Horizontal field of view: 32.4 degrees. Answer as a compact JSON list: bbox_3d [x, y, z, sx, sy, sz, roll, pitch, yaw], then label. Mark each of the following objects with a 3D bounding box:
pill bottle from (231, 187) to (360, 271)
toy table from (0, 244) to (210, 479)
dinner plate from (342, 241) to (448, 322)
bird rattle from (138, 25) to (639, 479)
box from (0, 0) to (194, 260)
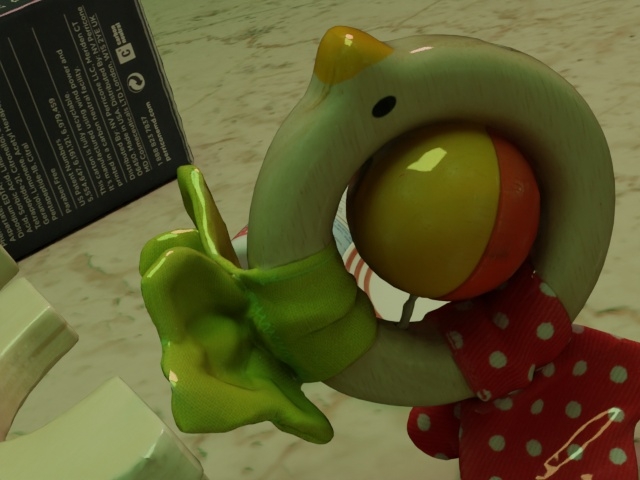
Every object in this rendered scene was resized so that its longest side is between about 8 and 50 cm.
[{"bbox_3d":[0.000,0.000,0.746,0.087,0.087,0.160,-2,28,30],"label":"pill bottle"},{"bbox_3d":[-0.156,0.105,0.484,0.161,0.252,0.274,-42,38,-12],"label":"toy table"},{"bbox_3d":[0.081,0.032,0.673,0.141,0.017,0.141,3,37,-2],"label":"dinner plate"},{"bbox_3d":[0.052,0.019,0.473,0.254,0.207,0.143,14,18,-14],"label":"bird rattle"},{"bbox_3d":[-0.379,-0.100,1.046,0.395,0.212,0.293,-32,29,-28],"label":"box"}]
